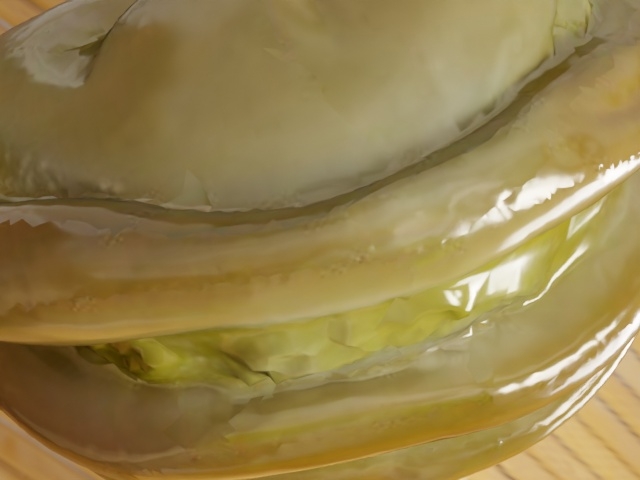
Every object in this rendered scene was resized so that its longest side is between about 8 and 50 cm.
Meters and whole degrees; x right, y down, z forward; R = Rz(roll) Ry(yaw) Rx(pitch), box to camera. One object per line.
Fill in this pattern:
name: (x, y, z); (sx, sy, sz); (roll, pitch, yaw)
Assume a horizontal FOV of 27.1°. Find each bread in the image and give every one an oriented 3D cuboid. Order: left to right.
bread: (0.000, 0.000, 0.528); (0.270, 0.315, 0.211); (92, -17, -79)
